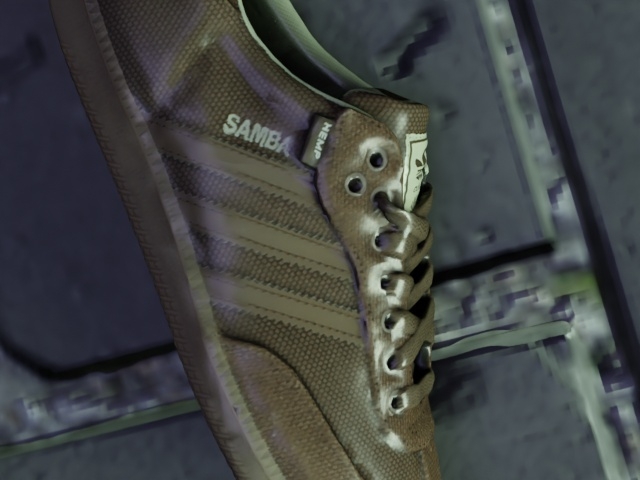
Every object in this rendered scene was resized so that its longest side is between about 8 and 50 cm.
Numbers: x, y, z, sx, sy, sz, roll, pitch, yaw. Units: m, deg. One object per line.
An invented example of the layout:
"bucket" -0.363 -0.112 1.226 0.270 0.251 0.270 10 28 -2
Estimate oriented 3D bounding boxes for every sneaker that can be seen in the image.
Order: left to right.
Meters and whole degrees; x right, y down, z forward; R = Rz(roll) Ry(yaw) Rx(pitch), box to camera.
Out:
"sneaker" 0.000 0.000 0.401 0.071 0.066 0.188 -24 95 15
